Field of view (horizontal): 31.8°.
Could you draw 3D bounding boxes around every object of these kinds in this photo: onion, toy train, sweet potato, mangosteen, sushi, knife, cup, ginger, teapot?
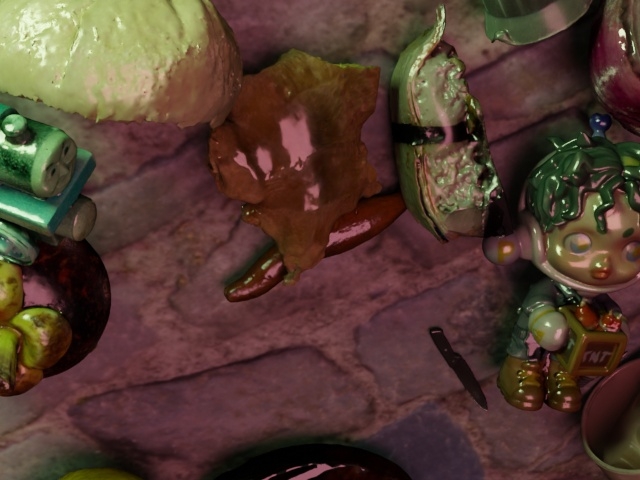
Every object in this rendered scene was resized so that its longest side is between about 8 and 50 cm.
[{"bbox_3d":[0.429,-0.264,1.341,0.267,0.159,0.349,17,73,-24],"label":"onion"},{"bbox_3d":[-0.356,-0.091,1.067,0.194,0.298,0.120,88,25,-60],"label":"toy train"},{"bbox_3d":[-0.001,-0.001,1.354,0.264,0.057,0.057,-26,118,-6],"label":"sweet potato"},{"bbox_3d":[-0.318,0.077,1.186,0.192,0.217,0.192,-4,124,-7],"label":"mangosteen"},{"bbox_3d":[0.130,-0.128,1.304,0.109,0.134,0.273,-21,117,-3],"label":"sushi"},{"bbox_3d":[0.191,0.176,1.521,0.023,0.010,0.170,-32,121,3],"label":"knife"},{"bbox_3d":[0.509,0.269,1.589,0.200,0.191,0.253,47,60,-32],"label":"cup"},{"bbox_3d":[-0.029,-0.077,1.255,0.218,0.123,0.270,0,95,-27],"label":"ginger"},{"bbox_3d":[0.211,-0.350,1.229,0.203,0.171,0.225,-53,130,-27],"label":"teapot"}]

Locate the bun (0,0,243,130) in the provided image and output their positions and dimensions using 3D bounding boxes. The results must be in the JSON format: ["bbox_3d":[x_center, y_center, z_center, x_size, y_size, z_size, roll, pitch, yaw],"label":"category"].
[{"bbox_3d":[-0.192,-0.199,1.093,0.259,0.259,0.152,4,102,-20],"label":"bun"}]

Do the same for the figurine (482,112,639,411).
[{"bbox_3d":[0.319,0.040,1.406,0.261,0.186,0.382,1,113,-24],"label":"figurine"}]

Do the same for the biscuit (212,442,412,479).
[{"bbox_3d":[-0.034,0.451,1.519,0.407,0.091,0.408,-7,112,-16],"label":"biscuit"}]

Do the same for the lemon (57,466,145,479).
[{"bbox_3d":[-0.255,0.372,1.339,0.192,0.231,0.192,-24,127,-36],"label":"lemon"}]
